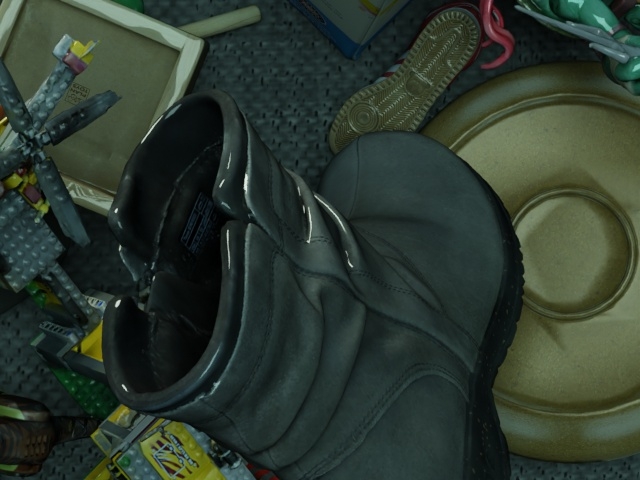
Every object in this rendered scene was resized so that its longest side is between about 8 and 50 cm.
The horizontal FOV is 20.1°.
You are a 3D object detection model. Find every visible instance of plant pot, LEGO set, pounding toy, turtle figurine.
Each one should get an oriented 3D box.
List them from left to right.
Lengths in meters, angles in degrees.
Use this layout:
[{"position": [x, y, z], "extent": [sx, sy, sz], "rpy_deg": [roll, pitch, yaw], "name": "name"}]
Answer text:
[{"position": [-0.157, 0.083, 0.890], "extent": [0.255, 0.192, 0.331], "rpy_deg": [-37, 113, -23], "name": "LEGO set"}, {"position": [-0.119, -0.094, 1.028], "extent": [0.130, 0.100, 0.141], "rpy_deg": [23, 94, -3], "name": "pounding toy"}, {"position": [0.143, 0.009, 1.034], "extent": [0.236, 0.032, 0.236], "rpy_deg": [-2, 81, 10], "name": "plant pot"}, {"position": [0.167, -0.159, 1.003], "extent": [0.234, 0.118, 0.175], "rpy_deg": [5, 83, -40], "name": "turtle figurine"}]

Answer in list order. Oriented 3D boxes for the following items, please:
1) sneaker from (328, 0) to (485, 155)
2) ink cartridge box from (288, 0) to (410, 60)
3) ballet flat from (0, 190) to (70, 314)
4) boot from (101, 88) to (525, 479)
[{"position": [0.055, -0.095, 1.067], "extent": [0.042, 0.067, 0.118], "rpy_deg": [44, 113, -3], "name": "sneaker"}, {"position": [0.026, -0.231, 0.973], "extent": [0.171, 0.233, 0.168], "rpy_deg": [44, 83, -1], "name": "ink cartridge box"}, {"position": [-0.277, 0.020, 0.992], "extent": [0.281, 0.096, 0.095], "rpy_deg": [-12, 86, -7], "name": "ballet flat"}, {"position": [0.000, 0.000, 0.875], "extent": [0.118, 0.338, 0.222], "rpy_deg": [-31, 123, 18], "name": "boot"}]
